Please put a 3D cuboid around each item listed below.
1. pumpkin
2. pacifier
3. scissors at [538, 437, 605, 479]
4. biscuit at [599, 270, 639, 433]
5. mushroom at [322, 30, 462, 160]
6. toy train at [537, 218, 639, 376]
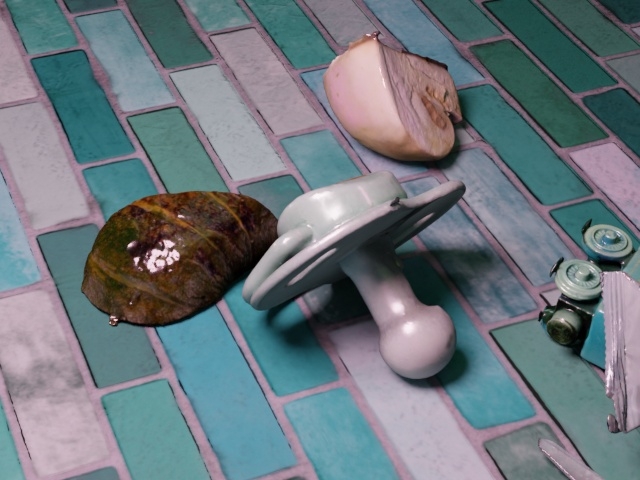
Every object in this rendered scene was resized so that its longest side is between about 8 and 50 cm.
[{"bbox_3d":[-0.178,0.024,1.735,0.278,0.111,0.163,0,44,-3],"label":"pumpkin"},{"bbox_3d":[0.065,0.056,1.651,0.343,0.288,0.269,-16,73,-49],"label":"pacifier"},{"bbox_3d":[0.395,0.348,1.415,0.192,0.029,0.447,-26,47,-30],"label":"scissors"},{"bbox_3d":[0.477,0.131,1.532,0.309,0.186,0.079,1,-6,-9],"label":"biscuit"},{"bbox_3d":[0.101,-0.184,1.999,0.162,0.173,0.236,-18,-18,35],"label":"mushroom"},{"bbox_3d":[0.381,0.074,1.693,0.163,0.112,0.203,27,46,19],"label":"toy train"}]
